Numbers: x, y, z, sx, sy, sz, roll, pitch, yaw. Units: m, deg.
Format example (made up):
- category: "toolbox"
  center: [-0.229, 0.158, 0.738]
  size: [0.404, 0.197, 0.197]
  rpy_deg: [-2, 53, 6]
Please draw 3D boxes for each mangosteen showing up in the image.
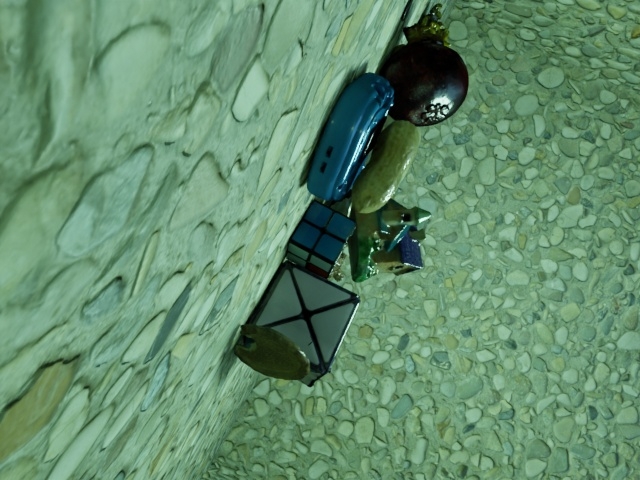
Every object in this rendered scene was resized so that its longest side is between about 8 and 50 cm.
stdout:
- category: "mangosteen"
  center: [0.327, -0.519, 1.650]
  size: [0.297, 0.293, 0.297]
  rpy_deg: [-24, 146, -18]

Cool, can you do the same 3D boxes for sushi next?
- category: "sushi"
  center: [0.452, -0.831, 2.042]
  size: [0.179, 0.167, 0.296]
  rpy_deg: [-34, -168, 46]

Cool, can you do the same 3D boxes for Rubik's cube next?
- category: "Rubik's cube"
  center: [0.001, 0.000, 1.672]
  size: [0.183, 0.167, 0.180]
  rpy_deg: [-59, 176, -24]
- category: "Rubik's cube"
  center: [-0.078, 0.294, 1.747]
  size: [0.310, 0.306, 0.307]
  rpy_deg: [-63, 179, -25]

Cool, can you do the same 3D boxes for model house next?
- category: "model house"
  center: [0.251, -0.004, 1.796]
  size: [0.312, 0.281, 0.244]
  rpy_deg: [94, -8, -67]

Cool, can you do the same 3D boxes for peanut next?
- category: "peanut"
  center: [0.164, -0.190, 1.319]
  size: [0.274, 0.111, 0.125]
  rpy_deg: [-58, -170, -8]

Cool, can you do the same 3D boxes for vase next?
- category: "vase"
  center: [0.028, -0.044, 1.942]
  size: [0.165, 0.165, 0.359]
  rpy_deg: [14, 99, -86]

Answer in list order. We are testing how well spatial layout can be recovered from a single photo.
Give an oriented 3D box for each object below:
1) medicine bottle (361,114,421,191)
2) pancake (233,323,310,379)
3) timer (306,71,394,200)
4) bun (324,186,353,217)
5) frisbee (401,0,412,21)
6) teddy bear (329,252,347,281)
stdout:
- category: "medicine bottle"
  center: [0.218, -0.309, 1.866]
  size: [0.406, 0.236, 0.235]
  rpy_deg: [-59, 175, -47]
- category: "pancake"
  center: [-0.162, 0.352, 1.556]
  size: [0.289, 0.286, 0.033]
  rpy_deg: [-11, -139, 37]
- category: "timer"
  center: [0.083, -0.270, 1.312]
  size: [0.308, 0.115, 0.340]
  rpy_deg: [-68, 173, 31]
- category: "bun"
  center: [0.099, -0.097, 2.128]
  size: [0.259, 0.160, 0.259]
  rpy_deg: [-51, 163, -21]
- category: "frisbee"
  center: [0.282, -0.740, 1.422]
  size: [0.187, 0.012, 0.211]
  rpy_deg: [-62, 176, -15]
- category: "teddy bear"
  center: [-0.002, 0.165, 2.364]
  size: [0.222, 0.247, 0.295]
  rpy_deg: [-142, -113, -67]
